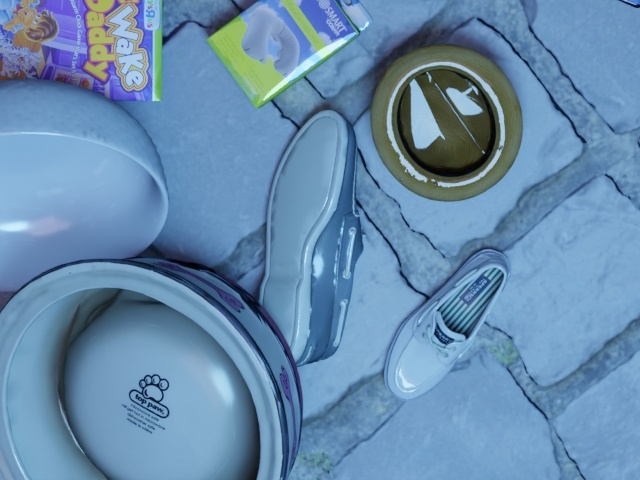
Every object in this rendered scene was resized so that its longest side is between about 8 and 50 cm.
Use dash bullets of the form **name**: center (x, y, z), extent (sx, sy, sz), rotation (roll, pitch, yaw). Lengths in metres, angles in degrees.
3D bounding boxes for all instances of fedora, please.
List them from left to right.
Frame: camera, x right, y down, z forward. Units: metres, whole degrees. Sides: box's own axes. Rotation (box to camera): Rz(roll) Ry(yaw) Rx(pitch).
- **fedora**: center (0.151, -0.146, 1.889), extent (0.194, 0.079, 0.194), rotation (0, 104, 0)

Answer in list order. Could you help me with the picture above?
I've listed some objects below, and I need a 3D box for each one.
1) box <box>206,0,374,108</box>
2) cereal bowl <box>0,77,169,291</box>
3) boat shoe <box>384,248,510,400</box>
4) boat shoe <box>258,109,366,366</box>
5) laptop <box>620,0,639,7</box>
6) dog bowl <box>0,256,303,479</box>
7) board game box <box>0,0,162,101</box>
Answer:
- **box**: center (-0.037, -0.255, 1.904), extent (0.178, 0.042, 0.109), rotation (-36, 95, 9)
- **cereal bowl**: center (-0.352, -0.082, 1.838), extent (0.339, 0.339, 0.141), rotation (-14, 60, 6)
- **boat shoe**: center (0.152, 0.106, 1.928), extent (0.083, 0.076, 0.226), rotation (32, 99, -1)
- **boat shoe**: center (0.000, 0.000, 1.929), extent (0.099, 0.116, 0.319), rotation (9, 93, -41)
- **laptop**: center (0.293, -0.529, 1.752), extent (0.382, 0.408, 0.236), rotation (23, 65, 0)
- **dog bowl**: center (-0.203, 0.200, 1.880), extent (0.408, 0.150, 0.408), rotation (6, 106, 20)
- **board game box**: center (-0.307, -0.343, 1.867), extent (0.233, 0.078, 0.347), rotation (-1, 98, -8)
